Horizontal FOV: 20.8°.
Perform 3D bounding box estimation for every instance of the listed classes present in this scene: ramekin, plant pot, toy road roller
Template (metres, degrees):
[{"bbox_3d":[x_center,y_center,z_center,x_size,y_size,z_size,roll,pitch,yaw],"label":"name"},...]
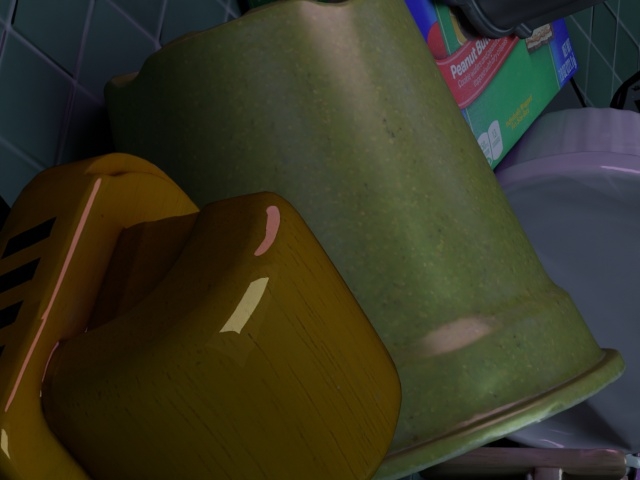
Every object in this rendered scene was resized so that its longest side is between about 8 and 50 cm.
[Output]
[{"bbox_3d":[0.203,0.023,1.306,0.127,0.273,0.273,-77,146,-53],"label":"ramekin"},{"bbox_3d":[0.000,0.000,0.994,0.276,0.276,0.254,-19,88,-59],"label":"plant pot"},{"bbox_3d":[-0.108,0.105,0.752,0.202,0.241,0.329,56,34,-37],"label":"toy road roller"}]

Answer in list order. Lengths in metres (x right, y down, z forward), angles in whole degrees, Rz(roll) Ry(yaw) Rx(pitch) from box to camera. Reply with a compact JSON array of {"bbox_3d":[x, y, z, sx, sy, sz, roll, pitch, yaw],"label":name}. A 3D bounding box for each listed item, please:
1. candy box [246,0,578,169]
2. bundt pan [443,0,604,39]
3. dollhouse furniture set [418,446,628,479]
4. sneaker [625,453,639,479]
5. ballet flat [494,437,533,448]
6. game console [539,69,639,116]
[{"bbox_3d":[0.052,-0.209,1.225,0.268,0.122,0.317,-47,122,-52],"label":"candy box"},{"bbox_3d":[0.149,-0.307,1.172,0.331,0.124,0.331,26,59,-55],"label":"bundt pan"},{"bbox_3d":[0.069,0.310,1.120,0.394,0.256,0.362,57,34,-71],"label":"dollhouse furniture set"},{"bbox_3d":[0.228,0.197,1.424,0.161,0.102,0.282,81,12,-46],"label":"sneaker"},{"bbox_3d":[0.165,0.170,1.388,0.074,0.074,0.203,28,62,-54],"label":"ballet flat"},{"bbox_3d":[0.270,-0.098,1.480,0.361,0.044,0.213,-36,109,-22],"label":"game console"}]
